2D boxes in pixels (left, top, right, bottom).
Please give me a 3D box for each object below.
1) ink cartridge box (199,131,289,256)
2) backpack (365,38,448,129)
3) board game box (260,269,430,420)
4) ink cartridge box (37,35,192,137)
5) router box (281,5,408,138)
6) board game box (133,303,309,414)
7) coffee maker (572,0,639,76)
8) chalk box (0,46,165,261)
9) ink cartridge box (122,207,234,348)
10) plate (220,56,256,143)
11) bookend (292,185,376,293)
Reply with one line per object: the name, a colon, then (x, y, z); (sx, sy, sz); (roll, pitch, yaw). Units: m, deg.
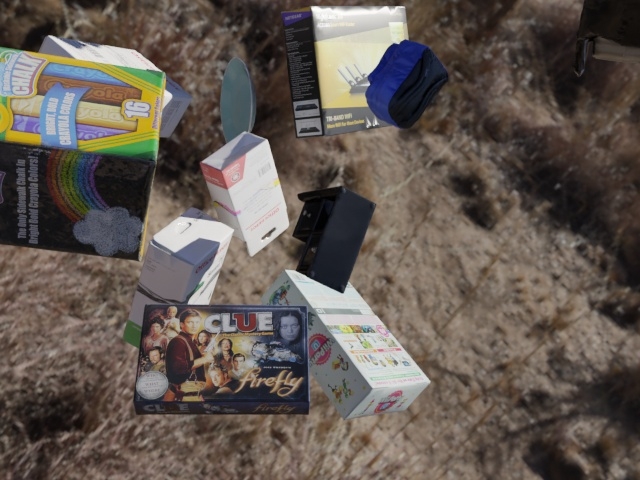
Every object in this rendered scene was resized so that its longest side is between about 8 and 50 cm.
ink cartridge box: (-0.134, -0.082, 1.607); (0.067, 0.198, 0.115); (23, 50, 39)
backpack: (0.126, -0.238, 1.373); (0.101, 0.120, 0.098); (28, -5, 44)
board game box: (0.048, 0.201, 1.751); (0.224, 0.097, 0.303); (8, 37, -54)
ink cartridge box: (-0.373, -0.270, 1.582); (0.172, 0.100, 0.237); (40, 21, 18)
router box: (0.065, -0.340, 1.760); (0.309, 0.081, 0.243); (-18, 104, -47)
board game box: (-0.139, 0.170, 1.275); (0.243, 0.042, 0.165); (0, 51, -4)
coffee maker: (0.246, -0.153, 0.506); (0.178, 0.120, 0.171); (10, 2, 15)
chalk box: (-0.349, -0.111, 1.087); (0.289, 0.180, 0.179); (8, 45, -12)
ink cartridge box: (-0.249, 0.075, 1.549); (0.092, 0.219, 0.160); (27, 32, 8)
plate: (-0.160, -0.270, 1.753); (0.024, 0.188, 0.188); (-2, 45, -24)
bookend: (0.000, 0.000, 1.443); (0.072, 0.156, 0.157); (26, -12, -24)
